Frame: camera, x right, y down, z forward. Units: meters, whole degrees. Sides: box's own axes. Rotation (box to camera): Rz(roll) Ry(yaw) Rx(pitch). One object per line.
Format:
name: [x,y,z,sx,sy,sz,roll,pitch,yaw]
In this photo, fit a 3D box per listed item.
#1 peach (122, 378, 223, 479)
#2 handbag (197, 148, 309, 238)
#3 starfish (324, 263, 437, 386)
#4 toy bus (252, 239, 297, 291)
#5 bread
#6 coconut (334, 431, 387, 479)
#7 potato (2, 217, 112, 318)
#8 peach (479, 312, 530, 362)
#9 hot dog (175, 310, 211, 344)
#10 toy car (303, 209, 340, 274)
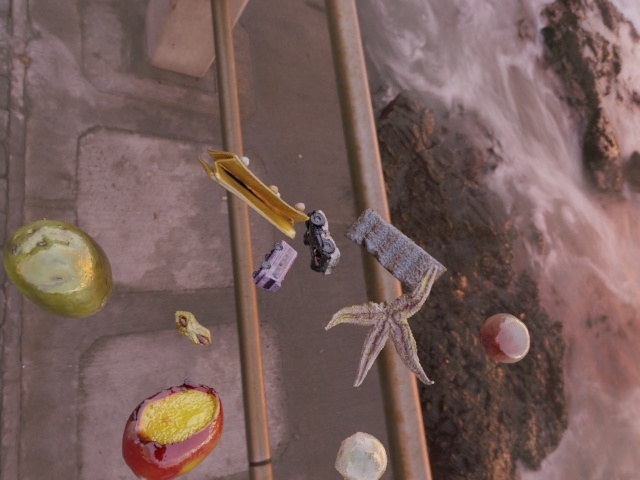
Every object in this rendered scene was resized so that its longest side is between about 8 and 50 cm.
peach: [-0.329,0.427,0.991,0.196,0.190,0.226,45,94,-2]
handbag: [-0.245,-0.180,1.583,0.401,0.283,0.133,38,83,-34]
starfish: [0.224,0.299,1.483,0.132,0.399,0.382,38,45,-71]
toy bus: [-0.173,0.099,1.656,0.108,0.096,0.198,37,42,-7]
bread: [0.300,0.042,1.782,0.417,0.165,0.113,41,12,24]
coconut: [0.150,0.795,1.582,0.195,0.194,0.194,10,71,-32]
potato: [-0.475,0.052,0.807,0.197,0.228,0.148,33,61,21]
peach: [0.301,0.161,0.716,0.083,0.083,0.082,10,71,-32]
hot dog: [-0.454,0.314,1.530,0.169,0.078,0.061,42,13,-5]
toy car: [0.002,-0.001,2.005,0.118,0.193,0.300,-5,56,-17]
